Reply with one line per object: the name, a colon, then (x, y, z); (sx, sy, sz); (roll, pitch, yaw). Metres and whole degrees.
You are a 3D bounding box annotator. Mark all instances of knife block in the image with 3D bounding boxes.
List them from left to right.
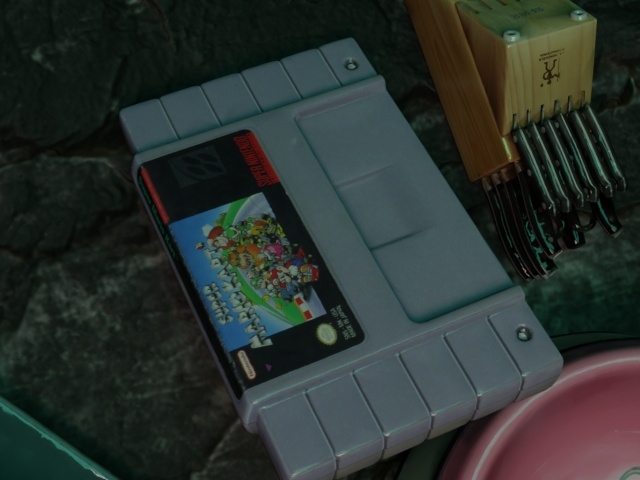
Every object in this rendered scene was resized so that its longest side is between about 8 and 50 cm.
knife block: (0.168, -0.109, 0.959); (0.088, 0.242, 0.276); (-18, 40, -16)

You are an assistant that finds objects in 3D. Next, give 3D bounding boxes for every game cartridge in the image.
game cartridge: (0.000, 0.000, 0.828); (0.230, 0.068, 0.355); (-18, 59, -19)

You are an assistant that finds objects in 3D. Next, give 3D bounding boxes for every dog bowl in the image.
dog bowl: (0.253, 0.261, 0.831); (0.407, 0.150, 0.408); (0, 74, -2)

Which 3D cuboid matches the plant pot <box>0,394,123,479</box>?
plant pot: (-0.258, 0.276, 0.712); (0.247, 0.248, 0.252); (36, 95, -5)
